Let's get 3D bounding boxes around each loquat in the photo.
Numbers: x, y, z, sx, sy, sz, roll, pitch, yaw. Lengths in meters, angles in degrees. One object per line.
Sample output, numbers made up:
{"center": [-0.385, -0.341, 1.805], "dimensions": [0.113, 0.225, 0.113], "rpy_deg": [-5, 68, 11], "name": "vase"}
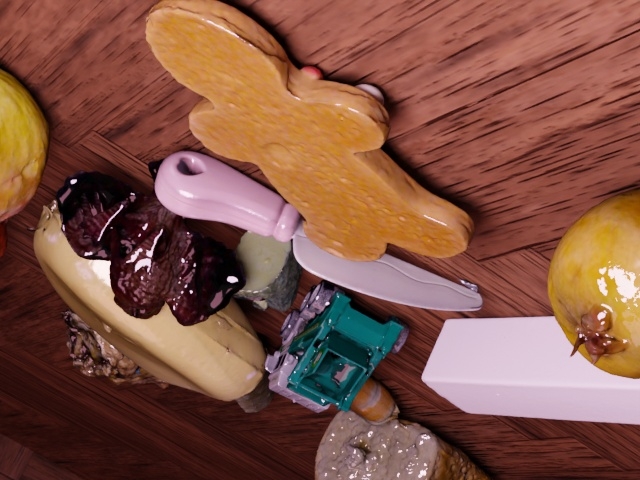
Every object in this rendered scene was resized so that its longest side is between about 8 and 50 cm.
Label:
{"center": [0.240, 0.031, 1.010], "dimensions": [0.137, 0.163, 0.163], "rpy_deg": [60, 154, -2], "name": "loquat"}

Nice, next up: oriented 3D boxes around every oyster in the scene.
{"center": [-0.283, 0.171, 2.004], "dimensions": [0.223, 0.083, 0.214], "rpy_deg": [31, 162, -31], "name": "oyster"}

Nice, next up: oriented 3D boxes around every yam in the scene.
{"center": [-0.102, 0.175, 1.825], "dimensions": [0.068, 0.068, 0.169], "rpy_deg": [21, 157, 13], "name": "yam"}

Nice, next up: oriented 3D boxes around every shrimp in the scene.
{"center": [0.010, 0.187, 1.756], "dimensions": [0.161, 0.049, 0.166], "rpy_deg": [40, 156, -27], "name": "shrimp"}

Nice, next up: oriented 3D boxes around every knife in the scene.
{"center": [-0.001, 0.001, 1.299], "dimensions": [0.336, 0.081, 0.043], "rpy_deg": [23, 129, 2], "name": "knife"}

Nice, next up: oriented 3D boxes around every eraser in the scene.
{"center": [0.231, 0.123, 1.320], "dimensions": [0.076, 0.078, 0.298], "rpy_deg": [38, 156, -29], "name": "eraser"}

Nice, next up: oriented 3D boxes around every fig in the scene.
{"center": [-0.346, -0.134, 1.321], "dimensions": [0.159, 0.159, 0.257], "rpy_deg": [20, 136, 14], "name": "fig"}

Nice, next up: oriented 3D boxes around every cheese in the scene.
{"center": [-0.216, 0.067, 1.614], "dimensions": [0.260, 0.128, 0.316], "rpy_deg": [7, 145, 47], "name": "cheese"}

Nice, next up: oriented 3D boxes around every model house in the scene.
{"center": [-0.057, 0.038, 1.440], "dimensions": [0.066, 0.078, 0.083], "rpy_deg": [19, 159, 22], "name": "model house"}

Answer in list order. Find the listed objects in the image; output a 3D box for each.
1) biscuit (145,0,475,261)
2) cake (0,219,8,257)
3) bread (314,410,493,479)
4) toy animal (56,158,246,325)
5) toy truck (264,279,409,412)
{"center": [-0.012, -0.092, 1.134], "dimensions": [0.216, 0.047, 0.340], "rpy_deg": [-5, 141, 48], "name": "biscuit"}
{"center": [-0.555, 0.013, 1.600], "dimensions": [0.270, 0.319, 0.269], "rpy_deg": [22, 157, 11], "name": "cake"}
{"center": [0.101, 0.339, 1.819], "dimensions": [0.196, 0.176, 0.246], "rpy_deg": [10, 157, 39], "name": "bread"}
{"center": [-0.172, 0.010, 1.426], "dimensions": [0.219, 0.116, 0.179], "rpy_deg": [28, 154, 9], "name": "toy animal"}
{"center": [0.006, 0.132, 1.533], "dimensions": [0.110, 0.116, 0.216], "rpy_deg": [29, 159, -9], "name": "toy truck"}
